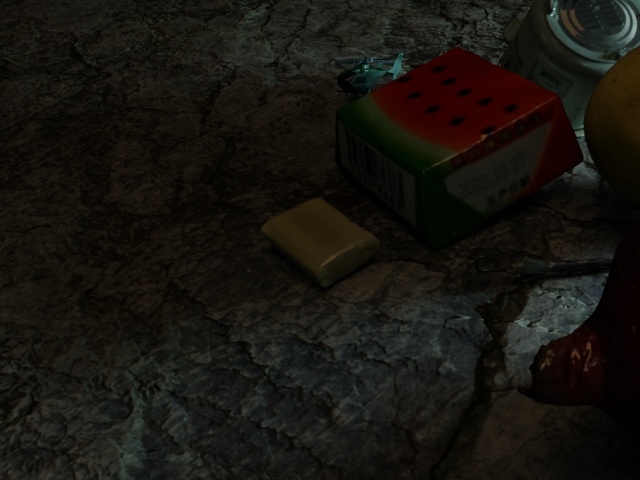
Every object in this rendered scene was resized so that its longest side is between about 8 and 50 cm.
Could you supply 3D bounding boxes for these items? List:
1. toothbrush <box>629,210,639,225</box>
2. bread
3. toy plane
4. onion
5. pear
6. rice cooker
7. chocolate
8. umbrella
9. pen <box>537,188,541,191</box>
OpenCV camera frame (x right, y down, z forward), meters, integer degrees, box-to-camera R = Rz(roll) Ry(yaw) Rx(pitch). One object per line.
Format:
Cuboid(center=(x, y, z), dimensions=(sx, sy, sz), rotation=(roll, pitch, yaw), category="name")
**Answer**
Cuboid(center=(0.626, 0.007, 1.242), dimensions=(0.025, 0.019, 0.276), rotation=(-38, 44, -27), category="toothbrush")
Cuboid(center=(0.000, 0.000, 1.345), dimensions=(0.139, 0.060, 0.178), rotation=(-27, 40, -22), category="bread")
Cuboid(center=(0.112, -0.392, 1.841), dimensions=(0.235, 0.096, 0.060), rotation=(-17, 35, -42), category="toy plane")
Cuboid(center=(0.404, 0.120, 0.862), dimensions=(0.385, 0.347, 0.347), rotation=(-9, 36, -3), category="onion")
Cuboid(center=(0.588, -0.183, 1.274), dimensions=(0.314, 0.314, 0.314), rotation=(-6, 36, 4), category="pear")
Cuboid(center=(0.500, -0.358, 1.551), dimensions=(0.317, 0.316, 0.264), rotation=(22, 62, 36), category="rice cooker")
Cuboid(center=(0.236, -0.193, 1.453), dimensions=(0.341, 0.161, 0.360), rotation=(-30, 41, -13), category="chocolate")
Cuboid(center=(0.377, 0.047, 1.236), dimensions=(0.269, 0.044, 0.044), rotation=(1, 10, -1), category="umbrella")
Cuboid(center=(0.358, -0.152, 1.510), dimensions=(0.040, 0.032, 0.233), rotation=(-31, 37, -2), category="pen")
